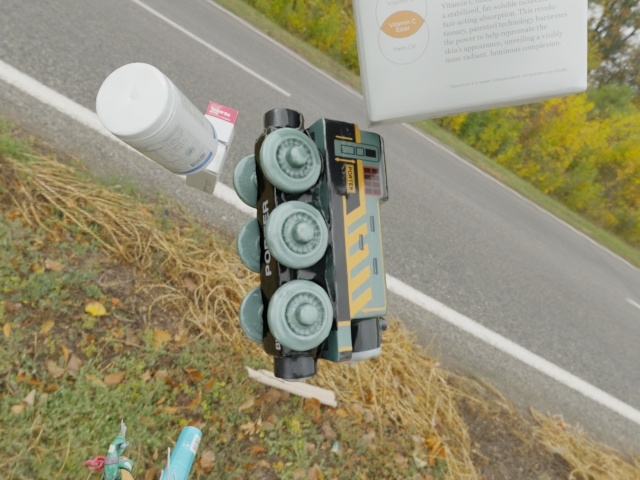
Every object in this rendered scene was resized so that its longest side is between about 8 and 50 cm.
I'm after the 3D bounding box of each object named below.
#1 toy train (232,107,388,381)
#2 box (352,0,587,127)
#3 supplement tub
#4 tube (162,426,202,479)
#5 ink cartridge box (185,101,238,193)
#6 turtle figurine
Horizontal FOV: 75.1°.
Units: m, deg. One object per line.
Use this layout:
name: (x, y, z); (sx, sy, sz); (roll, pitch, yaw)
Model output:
toy train: (0.000, 0.000, 0.527); (0.190, 0.142, 0.333); (1, 80, -29)
box: (0.136, -0.314, 0.451); (0.215, 0.345, 0.168); (-6, 13, 7)
supplement tub: (-0.151, -0.111, 0.403); (0.071, 0.071, 0.107); (41, -2, 15)
tube: (-0.342, 0.551, 0.991); (0.080, 0.052, 0.207); (45, 27, -20)
ink cartridge box: (-0.224, -0.187, 0.857); (0.063, 0.109, 0.150); (18, 69, -13)
turtle figurine: (-0.343, 0.454, 0.751); (0.175, 0.118, 0.234); (56, -6, -34)
